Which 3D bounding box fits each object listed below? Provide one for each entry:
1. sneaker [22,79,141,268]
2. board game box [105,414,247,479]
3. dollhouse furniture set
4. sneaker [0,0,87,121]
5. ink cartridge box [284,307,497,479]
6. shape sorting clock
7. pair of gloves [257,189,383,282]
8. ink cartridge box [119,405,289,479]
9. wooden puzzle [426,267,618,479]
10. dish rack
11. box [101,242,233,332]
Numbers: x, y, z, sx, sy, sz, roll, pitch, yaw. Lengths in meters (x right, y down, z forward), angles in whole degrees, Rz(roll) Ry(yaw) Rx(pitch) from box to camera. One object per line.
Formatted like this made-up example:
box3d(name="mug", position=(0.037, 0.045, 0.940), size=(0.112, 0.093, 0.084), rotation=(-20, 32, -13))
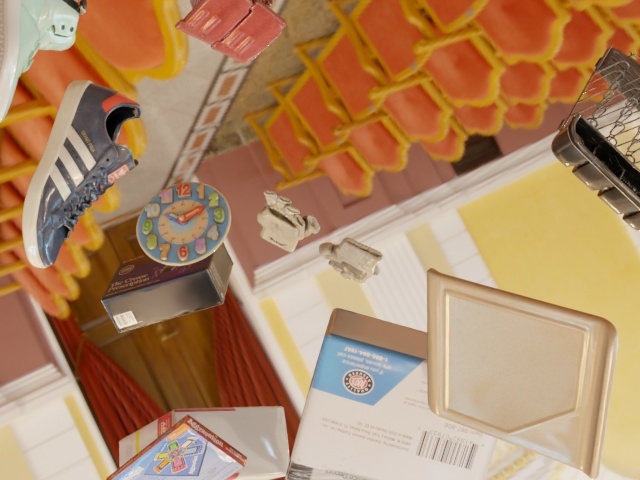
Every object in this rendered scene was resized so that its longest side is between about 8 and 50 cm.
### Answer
box3d(name="sneaker", position=(-0.410, -0.112, 1.337), size=(0.148, 0.350, 0.131), rotation=(13, 169, -2))
box3d(name="board game box", position=(-0.282, 0.442, 1.446), size=(0.281, 0.145, 0.027), rotation=(-40, -161, 30))
box3d(name="dollhouse furniture set", position=(-0.073, -0.491, 1.212), size=(0.374, 0.201, 0.152), rotation=(-37, 142, 28))
box3d(name="sneaker", position=(-0.402, -0.264, 1.054), size=(0.094, 0.256, 0.151), rotation=(4, 172, 27))
box3d(name="ink cartridge box", position=(0.099, 0.342, 1.194), size=(0.285, 0.395, 0.166), rotation=(16, -169, 2))
box3d(name="shape sorting clock", position=(-0.293, -0.040, 1.618), size=(0.206, 0.206, 0.040), rotation=(-26, 146, -8))
box3d(name="pair of gloves", position=(0.000, 0.000, 1.352), size=(0.042, 0.240, 0.204), rotation=(-62, 173, -16))
box3d(name="ink cartridge box", position=(-0.286, 0.507, 1.785), size=(0.279, 0.160, 0.385), rotation=(5, 155, -31))
box3d(name="wooden puzzle", position=(0.231, 0.153, 0.905), size=(0.239, 0.221, 0.044), rotation=(19, -143, 36))
box3d(name="dish rack", position=(0.455, -0.160, 1.089), size=(0.271, 0.208, 0.074), rotation=(-54, -170, -28))
box3d(name="box", position=(-0.349, 0.095, 1.757), size=(0.261, 0.103, 0.184), rotation=(-16, -156, 9))
